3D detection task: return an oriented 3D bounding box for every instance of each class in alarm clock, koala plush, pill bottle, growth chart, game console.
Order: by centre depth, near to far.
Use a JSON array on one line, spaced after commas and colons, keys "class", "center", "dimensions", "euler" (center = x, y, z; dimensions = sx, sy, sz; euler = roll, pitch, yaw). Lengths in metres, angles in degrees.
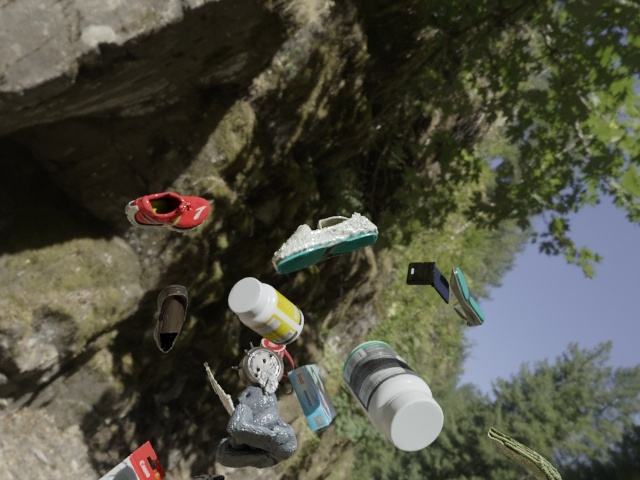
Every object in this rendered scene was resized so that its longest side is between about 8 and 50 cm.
[{"class": "pill bottle", "center": [-0.142, 0.186, 1.563], "dimensions": [0.119, 0.119, 0.208], "euler": [43, -3, 42]}, {"class": "game console", "center": [0.286, 0.112, 1.586], "dimensions": [0.122, 0.107, 0.071], "euler": [-64, 150, -64]}, {"class": "koala plush", "center": [-0.167, 0.484, 1.632], "dimensions": [0.221, 0.203, 0.196], "euler": [-98, -154, -53]}, {"class": "alarm clock", "center": [-0.160, 0.395, 1.783], "dimensions": [0.192, 0.129, 0.064], "euler": [37, -40, -1]}, {"class": "pill bottle", "center": [0.218, 0.475, 1.845], "dimensions": [0.204, 0.204, 0.361], "euler": [59, -6, -24]}, {"class": "growth chart", "center": [-0.348, 0.559, 2.131], "dimensions": [0.237, 0.021, 0.172], "euler": [35, -34, 51]}]

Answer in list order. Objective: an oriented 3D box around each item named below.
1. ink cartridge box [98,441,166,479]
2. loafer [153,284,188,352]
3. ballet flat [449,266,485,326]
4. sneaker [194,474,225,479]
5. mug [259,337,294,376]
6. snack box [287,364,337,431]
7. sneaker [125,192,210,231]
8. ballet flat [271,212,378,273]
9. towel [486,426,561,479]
[{"class": "ink cartridge box", "center": [-0.658, 0.855, 2.104], "dimensions": [0.056, 0.224, 0.181], "euler": [13, -53, 47]}, {"class": "loafer", "center": [-0.399, 0.216, 1.612], "dimensions": [0.078, 0.080, 0.220], "euler": [-119, -143, -48]}, {"class": "ballet flat", "center": [0.404, 0.169, 1.714], "dimensions": [0.213, 0.068, 0.072], "euler": [57, 28, -24]}, {"class": "sneaker", "center": [-0.365, 0.784, 1.959], "dimensions": [0.109, 0.040, 0.043], "euler": [12, 6, -40]}, {"class": "mug", "center": [-0.179, 0.448, 2.245], "dimensions": [0.113, 0.150, 0.169], "euler": [44, -51, 43]}, {"class": "snack box", "center": [-0.021, 0.493, 1.896], "dimensions": [0.322, 0.060, 0.187], "euler": [61, 5, -78]}, {"class": "sneaker", "center": [-0.413, -0.087, 1.703], "dimensions": [0.118, 0.279, 0.107], "euler": [-26, -100, 37]}, {"class": "ballet flat", "center": [0.000, 0.000, 1.959], "dimensions": [0.147, 0.409, 0.147], "euler": [31, -52, 50]}, {"class": "towel", "center": [0.353, 0.377, 1.038], "dimensions": [0.110, 0.027, 0.148], "euler": [24, -14, 44]}]
